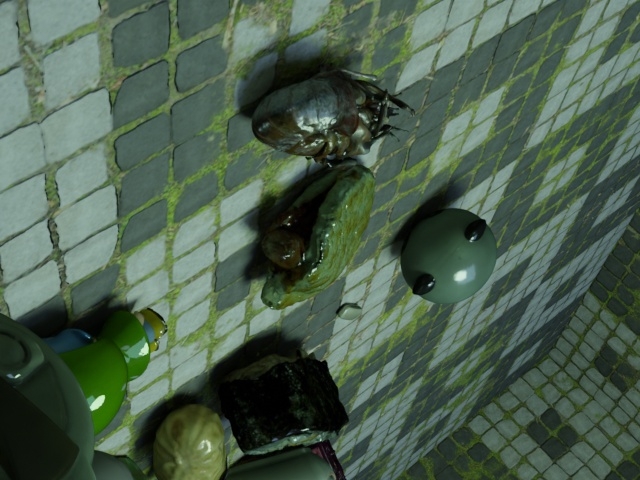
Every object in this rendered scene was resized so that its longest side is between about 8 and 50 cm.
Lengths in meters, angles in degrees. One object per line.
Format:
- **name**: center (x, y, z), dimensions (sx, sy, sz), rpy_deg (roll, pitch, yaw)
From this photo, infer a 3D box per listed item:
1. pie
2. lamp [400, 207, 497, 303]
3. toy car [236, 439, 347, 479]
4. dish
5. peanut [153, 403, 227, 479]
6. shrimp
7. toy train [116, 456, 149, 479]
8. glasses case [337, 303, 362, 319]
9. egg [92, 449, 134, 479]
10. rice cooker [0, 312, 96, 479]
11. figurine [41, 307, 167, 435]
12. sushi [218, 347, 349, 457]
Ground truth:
- **pie**: center (0.006, -0.004, 1.666), dimensions (0.257, 0.105, 0.274), rpy_deg (-44, 161, -26)
- **lamp**: center (0.253, 0.028, 2.082), dimensions (0.197, 0.198, 0.244), rpy_deg (-47, -179, 6)
- **toy car**: center (-0.052, 0.563, 2.423), dimensions (0.240, 0.271, 0.340), rpy_deg (-25, 158, 1)
- **dish**: center (-0.087, 0.445, 1.982), dimensions (0.212, 0.077, 0.151), rpy_deg (-17, 168, 6)
- **peanut**: center (-0.240, 0.404, 1.922), dimensions (0.148, 0.147, 0.319), rpy_deg (-35, 159, -23)
- **shrimp**: center (0.038, -0.171, 1.401), dimensions (0.145, 0.116, 0.343), rpy_deg (-40, 163, 31)
- **toy train**: center (-0.377, 0.431, 1.810), dimensions (0.099, 0.072, 0.188), rpy_deg (-47, 159, 7)
- **glasses case**: center (0.061, 0.147, 2.140), dimensions (0.032, 0.021, 0.083), rpy_deg (-49, 158, 13)
- **egg**: center (-0.389, 0.408, 1.646), dimensions (0.199, 0.146, 0.146), rpy_deg (-17, 149, -22)
- **rice cooker**: center (-0.411, 0.239, 1.057), dimensions (0.335, 0.335, 0.325), rpy_deg (-11, 143, -54)
- **figurine**: center (-0.307, 0.174, 1.399), dimensions (0.263, 0.143, 0.162), rpy_deg (-34, 164, -52)
- **sushi**: center (-0.073, 0.313, 1.991), dimensions (0.211, 0.170, 0.350), rpy_deg (-19, 164, 9)
